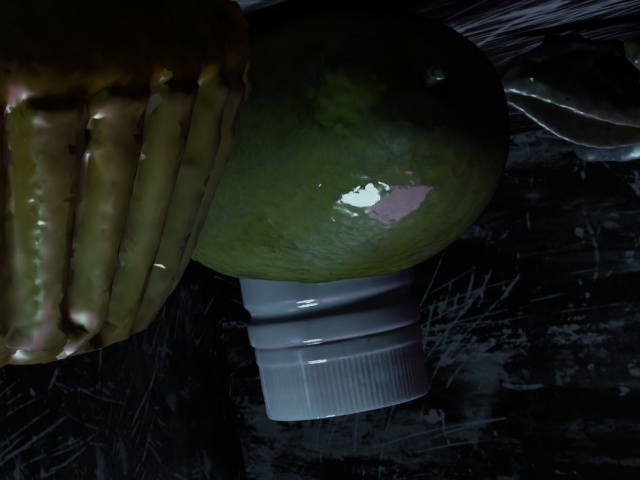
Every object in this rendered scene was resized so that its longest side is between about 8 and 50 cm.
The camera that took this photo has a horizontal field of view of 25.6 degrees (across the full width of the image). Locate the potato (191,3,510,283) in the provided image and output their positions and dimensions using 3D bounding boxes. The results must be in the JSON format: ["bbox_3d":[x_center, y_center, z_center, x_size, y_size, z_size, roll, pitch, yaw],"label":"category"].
[{"bbox_3d":[0.009,-0.050,0.773,0.174,0.159,0.251,-37,-175,-30],"label":"potato"}]

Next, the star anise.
[{"bbox_3d":[0.276,-0.122,1.006,0.257,0.110,0.198,-17,160,34],"label":"star anise"}]

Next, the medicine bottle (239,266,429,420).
[{"bbox_3d":[0.000,0.000,1.046,0.133,0.249,0.133,-8,179,0],"label":"medicine bottle"}]

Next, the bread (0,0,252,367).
[{"bbox_3d":[-0.155,-0.027,0.554,0.274,0.149,0.274,-10,-173,1],"label":"bread"}]
